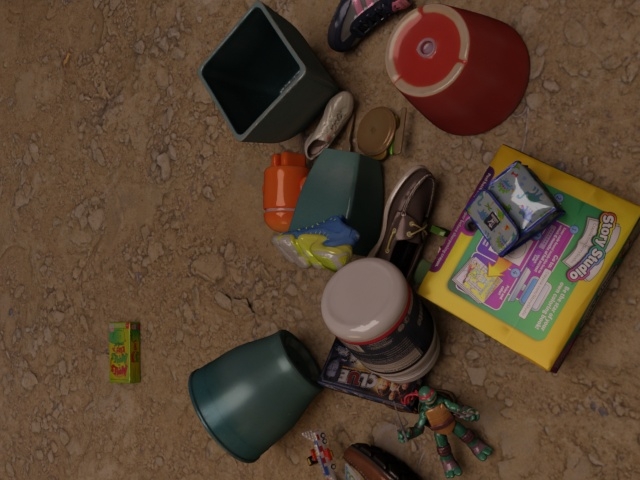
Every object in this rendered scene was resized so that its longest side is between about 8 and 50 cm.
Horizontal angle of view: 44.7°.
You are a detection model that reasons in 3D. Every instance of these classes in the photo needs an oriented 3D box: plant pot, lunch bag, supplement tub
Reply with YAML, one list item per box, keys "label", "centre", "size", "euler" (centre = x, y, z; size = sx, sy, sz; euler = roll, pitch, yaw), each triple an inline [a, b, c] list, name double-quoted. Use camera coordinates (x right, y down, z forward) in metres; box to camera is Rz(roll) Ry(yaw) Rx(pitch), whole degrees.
- label: "plant pot"
  centre: [-0.101, -0.390, 1.934]
  size: [0.247, 0.252, 0.248]
  euler: [-42, 65, 24]
- label: "lunch bag"
  centre: [0.373, -0.060, 1.517]
  size: [0.151, 0.096, 0.129]
  euler: [-41, 67, 23]
- label: "plant pot"
  centre: [0.281, -0.381, 1.679]
  size: [0.275, 0.243, 0.275]
  euler: [-4, 84, 34]
- label: "plant pot"
  centre: [0.053, -0.093, 1.866]
  size: [0.165, 0.166, 0.234]
  euler: [14, 91, 34]
- label: "supplement tub"
  centre: [0.136, 0.177, 1.671]
  size: [0.191, 0.272, 0.191]
  euler: [-15, 52, 20]
- label: "plant pot"
  centre: [-0.141, 0.360, 1.916]
  size: [0.255, 0.272, 0.271]
  euler: [-38, 66, 11]

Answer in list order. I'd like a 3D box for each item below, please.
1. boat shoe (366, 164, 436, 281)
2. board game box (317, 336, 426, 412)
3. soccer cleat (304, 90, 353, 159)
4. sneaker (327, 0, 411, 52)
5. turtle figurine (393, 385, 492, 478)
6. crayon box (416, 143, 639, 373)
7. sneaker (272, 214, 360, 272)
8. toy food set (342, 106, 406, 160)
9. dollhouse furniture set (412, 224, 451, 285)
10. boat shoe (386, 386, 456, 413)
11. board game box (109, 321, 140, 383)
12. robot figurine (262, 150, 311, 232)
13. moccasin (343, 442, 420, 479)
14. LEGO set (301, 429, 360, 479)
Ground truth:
- label: "boat shoe"
  centre: [0.193, -0.011, 1.779]
  size: [0.097, 0.117, 0.324]
  euler: [40, 114, 46]
- label: "board game box"
  centre: [0.129, 0.290, 1.812]
  size: [0.243, 0.042, 0.165]
  euler: [8, 64, 34]
- label: "soccer cleat"
  centre: [0.023, -0.282, 1.935]
  size: [0.196, 0.068, 0.076]
  euler: [-53, 20, 31]
- label: "sneaker"
  centre: [0.141, -0.571, 1.867]
  size: [0.131, 0.112, 0.319]
  euler: [49, 114, 30]
- label: "turtle figurine"
  centre: [0.260, 0.388, 1.655]
  size: [0.175, 0.118, 0.234]
  euler: [-27, 111, 20]
- label: "crayon box"
  centre: [0.424, 0.034, 1.582]
  size: [0.313, 0.106, 0.363]
  euler: [31, 92, 26]
- label: "sneaker"
  centre: [0.000, 0.000, 1.752]
  size: [0.240, 0.091, 0.126]
  euler: [17, 58, 46]
- label: "toy food set"
  centre: [0.140, -0.260, 1.896]
  size: [0.192, 0.038, 0.132]
  euler: [5, 84, 45]
- label: "dollhouse furniture set"
  centre: [0.256, 0.044, 1.774]
  size: [0.076, 0.058, 0.151]
  euler: [30, 103, 33]
- label: "boat shoe"
  centre: [0.219, 0.364, 1.775]
  size: [0.178, 0.060, 0.064]
  euler: [-4, 84, 34]
- label: "board game box"
  centre: [-0.590, 0.337, 2.340]
  size: [0.092, 0.043, 0.181]
  euler: [-5, 84, 34]
- label: "robot figurine"
  centre: [-0.083, -0.113, 1.979]
  size: [0.158, 0.128, 0.219]
  euler: [0, 85, 13]
- label: "moccasin"
  centre: [0.188, 0.610, 1.744]
  size: [0.380, 0.139, 0.147]
  euler: [41, 100, 20]
- label: "LEGO set"
  centre: [0.021, 0.564, 1.836]
  size: [0.244, 0.060, 0.182]
  euler: [44, 142, 50]
